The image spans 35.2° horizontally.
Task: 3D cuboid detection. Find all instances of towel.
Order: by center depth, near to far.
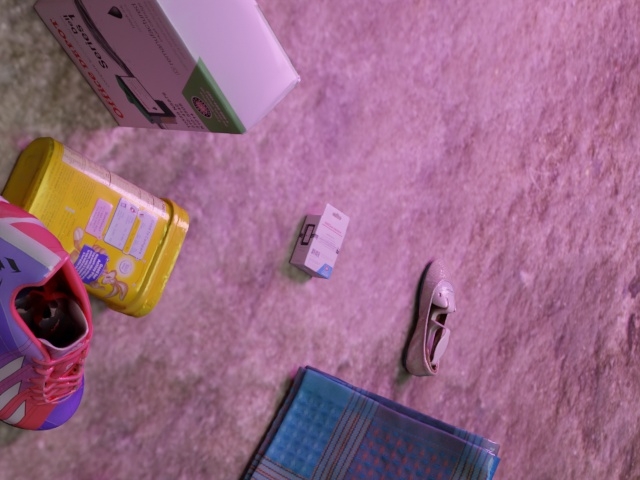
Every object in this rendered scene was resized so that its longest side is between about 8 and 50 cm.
[{"bbox_3d":[0.014,0.345,1.138,0.370,0.271,0.040,-61,154,-20],"label":"towel"}]

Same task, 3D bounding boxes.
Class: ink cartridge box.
[{"bbox_3d":[-0.149,-0.189,0.953,0.092,0.219,0.160,-49,124,-25],"label":"ink cartridge box"},{"bbox_3d":[0.000,0.000,1.245,0.048,0.028,0.083,33,72,-41],"label":"ink cartridge box"}]

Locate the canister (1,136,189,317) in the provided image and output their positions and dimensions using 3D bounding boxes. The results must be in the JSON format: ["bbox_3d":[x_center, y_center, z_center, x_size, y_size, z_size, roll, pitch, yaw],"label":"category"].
[{"bbox_3d":[-0.227,-0.012,0.995,0.170,0.073,0.126,32,72,-40],"label":"canister"}]

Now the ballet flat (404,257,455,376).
[{"bbox_3d":[0.163,0.108,1.397,0.057,0.052,0.168,22,79,-43],"label":"ballet flat"}]

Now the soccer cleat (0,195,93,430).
[{"bbox_3d":[-0.247,0.089,0.882,0.108,0.116,0.318,-51,156,-33],"label":"soccer cleat"}]
